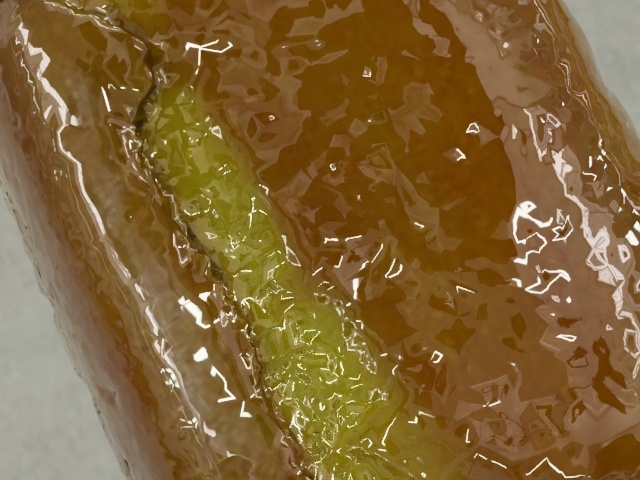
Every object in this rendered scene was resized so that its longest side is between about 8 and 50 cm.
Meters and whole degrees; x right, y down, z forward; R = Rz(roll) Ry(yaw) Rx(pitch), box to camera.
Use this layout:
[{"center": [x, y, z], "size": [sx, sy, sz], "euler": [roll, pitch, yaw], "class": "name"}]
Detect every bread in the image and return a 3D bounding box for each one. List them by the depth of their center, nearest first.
[{"center": [0.000, 0.000, 0.594], "size": [0.204, 0.156, 0.288], "euler": [-28, 84, 7], "class": "bread"}]
